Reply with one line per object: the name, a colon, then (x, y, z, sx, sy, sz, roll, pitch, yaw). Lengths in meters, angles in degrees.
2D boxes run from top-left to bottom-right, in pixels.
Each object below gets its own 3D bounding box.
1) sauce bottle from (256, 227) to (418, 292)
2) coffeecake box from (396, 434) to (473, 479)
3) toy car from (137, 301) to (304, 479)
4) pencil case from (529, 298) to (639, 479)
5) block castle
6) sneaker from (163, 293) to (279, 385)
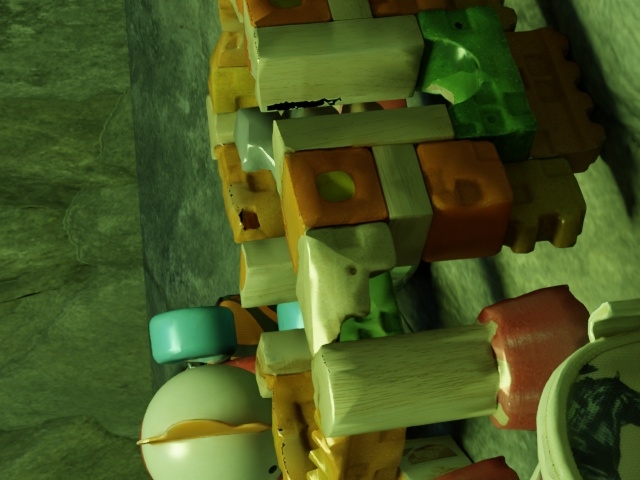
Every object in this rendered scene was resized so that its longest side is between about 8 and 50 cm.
sauce bottle: (0.000, 0.000, 1.543, 0.344, 0.111, 0.111, -177, 80, -75)
coffeecake box: (0.106, 0.264, 1.325, 0.185, 0.068, 0.142, -130, 38, -65)
toy car: (-0.053, 0.151, 1.261, 0.238, 0.210, 0.219, 43, -140, -81)
pencil case: (0.157, 0.211, 0.908, 0.183, 0.160, 0.410, 56, 153, 31)
block castle: (0.058, -0.018, 1.116, 0.303, 0.212, 0.453, 97, 163, -54)
sneaker: (-0.057, 0.190, 1.463, 0.124, 0.180, 0.321, -53, 34, 44)
